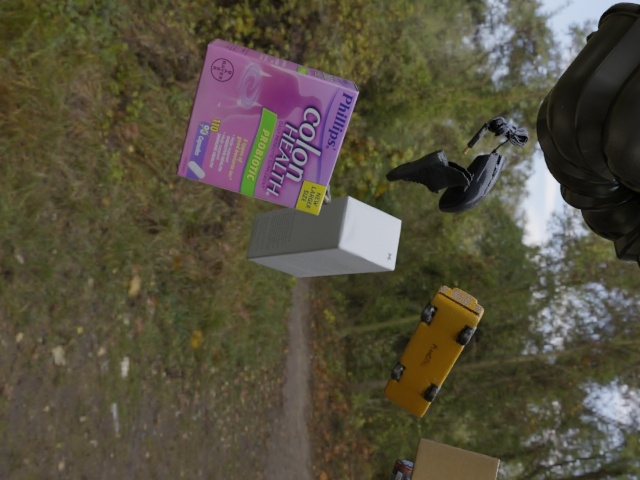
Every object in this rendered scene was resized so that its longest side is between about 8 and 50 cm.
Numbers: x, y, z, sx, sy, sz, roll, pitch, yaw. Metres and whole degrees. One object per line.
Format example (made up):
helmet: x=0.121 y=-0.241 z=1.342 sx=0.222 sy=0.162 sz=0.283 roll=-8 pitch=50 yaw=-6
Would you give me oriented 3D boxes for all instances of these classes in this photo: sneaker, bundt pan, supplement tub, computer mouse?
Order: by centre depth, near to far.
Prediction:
bundt pan: x=0.323 y=-0.046 z=0.607 sx=0.331 sy=0.124 sz=0.331 roll=46 pitch=3 yaw=-3
sneaker: x=0.225 y=-0.131 z=1.437 sx=0.089 sy=0.170 sz=0.051 roll=61 pitch=35 yaw=-12
computer mouse: x=0.352 y=-0.153 z=1.516 sx=0.184 sy=0.262 sz=0.060 roll=16 pitch=32 yaw=-53
supplement tub: x=0.205 y=0.660 z=1.712 sx=0.106 sy=0.106 sz=0.198 roll=47 pitch=63 yaw=-76

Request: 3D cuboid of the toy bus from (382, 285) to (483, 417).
toy bus: x=0.245 y=0.237 z=1.479 sx=0.130 sy=0.108 sz=0.332 roll=-40 pitch=156 yaw=-52

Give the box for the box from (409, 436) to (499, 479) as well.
box: x=0.255 y=0.514 z=1.359 sx=0.021 sy=0.164 sz=0.201 roll=61 pitch=42 yaw=-76

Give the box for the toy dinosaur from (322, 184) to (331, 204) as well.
toy dinosaur: x=-0.096 y=-0.154 z=1.420 sx=0.268 sy=0.118 sz=0.064 roll=37 pitch=41 yaw=-28

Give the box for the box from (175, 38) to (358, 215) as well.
box: x=-0.087 y=-0.185 z=1.116 sx=0.117 sy=0.243 sz=0.213 roll=-96 pitch=-156 yaw=-69

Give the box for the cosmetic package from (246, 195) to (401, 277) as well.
cosmetic package: x=0.000 y=0.000 z=2.095 sx=0.230 sy=0.453 sz=0.161 roll=22 pitch=71 yaw=-37
